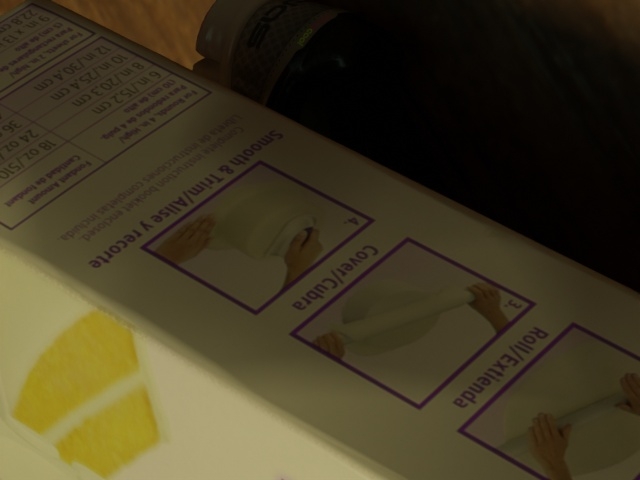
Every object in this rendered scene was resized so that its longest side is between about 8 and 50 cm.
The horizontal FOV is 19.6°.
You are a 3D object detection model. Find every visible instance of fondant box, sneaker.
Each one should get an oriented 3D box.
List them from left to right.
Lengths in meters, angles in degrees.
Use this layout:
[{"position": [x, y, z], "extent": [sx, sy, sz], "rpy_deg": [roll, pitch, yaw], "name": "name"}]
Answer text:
[{"position": [0.000, 0.000, 0.611], "extent": [0.074, 0.063, 0.170], "rpy_deg": [8, 103, 47], "name": "sneaker"}, {"position": [0.008, 0.102, 0.531], "extent": [0.330, 0.096, 0.238], "rpy_deg": [27, 138, 30], "name": "fondant box"}]
